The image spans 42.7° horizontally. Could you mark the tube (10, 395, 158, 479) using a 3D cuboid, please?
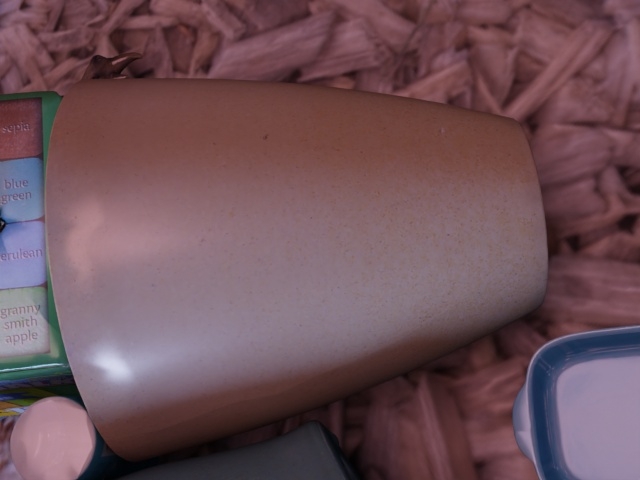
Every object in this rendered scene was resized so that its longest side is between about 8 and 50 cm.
[{"bbox_3d":[-0.142,0.139,0.572,0.052,0.207,0.080,15,79,11],"label":"tube"}]

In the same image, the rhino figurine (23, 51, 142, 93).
[{"bbox_3d":[-0.248,-0.083,0.761,0.243,0.073,0.106,-45,58,4],"label":"rhino figurine"}]

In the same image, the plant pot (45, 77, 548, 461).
[{"bbox_3d":[0.000,0.000,0.549,0.274,0.256,0.256,-8,70,3],"label":"plant pot"}]

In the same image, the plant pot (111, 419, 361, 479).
[{"bbox_3d":[-0.063,0.246,0.483,0.255,0.271,0.271,-31,63,-4],"label":"plant pot"}]

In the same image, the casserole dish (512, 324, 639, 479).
[{"bbox_3d":[0.218,0.110,0.513,0.189,0.037,0.114,-9,71,22],"label":"casserole dish"}]

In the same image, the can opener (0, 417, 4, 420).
[{"bbox_3d":[-0.344,0.032,0.723,0.280,0.093,0.074,47,135,13],"label":"can opener"}]

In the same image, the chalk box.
[{"bbox_3d":[-0.233,0.019,0.551,0.180,0.289,0.179,-6,75,-2],"label":"chalk box"}]
